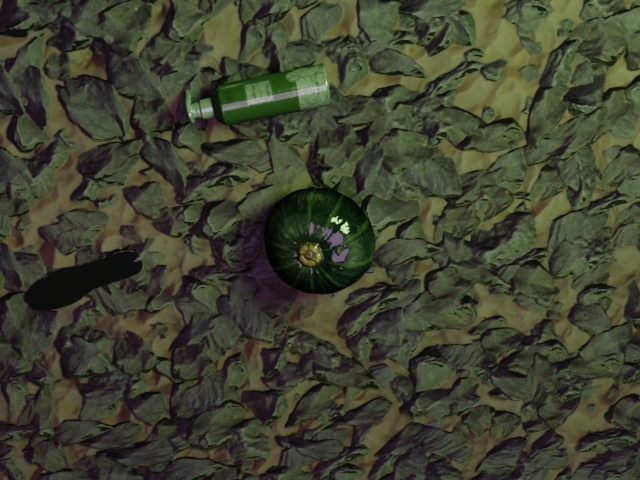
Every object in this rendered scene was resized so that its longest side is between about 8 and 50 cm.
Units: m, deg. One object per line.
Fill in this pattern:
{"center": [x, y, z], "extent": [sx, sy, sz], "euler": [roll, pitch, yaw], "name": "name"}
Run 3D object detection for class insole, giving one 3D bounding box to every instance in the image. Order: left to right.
{"center": [-0.360, 0.059, 1.827], "extent": [0.189, 0.004, 0.064], "euler": [-20, 118, 3], "name": "insole"}

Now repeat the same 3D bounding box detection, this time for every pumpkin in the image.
{"center": [-0.001, 0.002, 1.776], "extent": [0.167, 0.125, 0.167], "euler": [2, 100, 11], "name": "pumpkin"}

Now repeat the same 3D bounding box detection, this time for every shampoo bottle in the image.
{"center": [-0.091, -0.203, 1.700], "extent": [0.205, 0.065, 0.065], "euler": [-12, 117, -1], "name": "shampoo bottle"}
